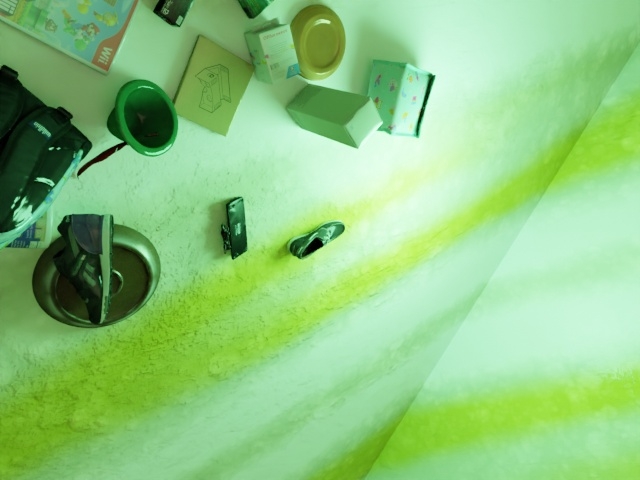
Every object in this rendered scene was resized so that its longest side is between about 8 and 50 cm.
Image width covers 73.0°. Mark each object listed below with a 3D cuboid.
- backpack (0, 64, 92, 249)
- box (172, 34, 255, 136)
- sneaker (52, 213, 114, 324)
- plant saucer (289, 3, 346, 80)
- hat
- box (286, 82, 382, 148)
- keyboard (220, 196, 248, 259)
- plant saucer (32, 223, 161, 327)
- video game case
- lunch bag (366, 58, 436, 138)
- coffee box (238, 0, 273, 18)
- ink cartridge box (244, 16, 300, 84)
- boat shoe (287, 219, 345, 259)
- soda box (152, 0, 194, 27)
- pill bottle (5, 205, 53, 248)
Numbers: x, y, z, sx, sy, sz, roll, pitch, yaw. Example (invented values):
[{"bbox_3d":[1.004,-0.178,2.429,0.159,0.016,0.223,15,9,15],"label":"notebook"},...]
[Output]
[{"bbox_3d":[-0.618,-0.121,0.772,0.273,0.356,0.290,-36,133,13],"label":"backpack"},{"bbox_3d":[-0.277,-0.392,1.115,0.164,0.021,0.201,17,103,-42],"label":"box"},{"bbox_3d":[-0.567,0.068,1.036,0.124,0.107,0.284,2,109,-23],"label":"sneaker"},{"bbox_3d":[-0.003,-0.558,1.230,0.199,0.037,0.200,-18,123,-30],"label":"plant saucer"},{"bbox_3d":[-0.476,-0.273,1.027,0.208,0.183,0.173,-52,133,-51],"label":"hat"},{"bbox_3d":[0.032,-0.352,1.205,0.113,0.275,0.094,-48,135,-7],"label":"box"},{"bbox_3d":[-0.270,-0.035,1.317,0.100,0.038,0.192,-36,134,-49],"label":"keyboard"},{"bbox_3d":[-0.572,0.106,1.138,0.310,0.050,0.311,-19,125,-30],"label":"plant saucer"},{"bbox_3d":[-0.527,-0.496,0.860,0.285,0.025,0.204,22,99,-43],"label":"video game case"},{"bbox_3d":[0.274,-0.456,1.426,0.262,0.160,0.224,-7,115,-48],"label":"lunch bag"},{"bbox_3d":[-0.138,-0.657,1.067,0.184,0.040,0.113,-46,133,-9],"label":"coffee box"},{"bbox_3d":[-0.128,-0.497,1.128,0.092,0.090,0.143,-30,128,-22],"label":"ink cartridge box"},{"bbox_3d":[0.000,0.000,1.510,0.233,0.079,0.084,-26,126,-27],"label":"boat shoe"},{"bbox_3d":[-0.306,-0.569,0.969,0.053,0.060,0.169,28,96,-42],"label":"soda box"},{"bbox_3d":[-0.686,-0.041,0.922,0.186,0.112,0.112,3,111,-39],"label":"pill bottle"}]
